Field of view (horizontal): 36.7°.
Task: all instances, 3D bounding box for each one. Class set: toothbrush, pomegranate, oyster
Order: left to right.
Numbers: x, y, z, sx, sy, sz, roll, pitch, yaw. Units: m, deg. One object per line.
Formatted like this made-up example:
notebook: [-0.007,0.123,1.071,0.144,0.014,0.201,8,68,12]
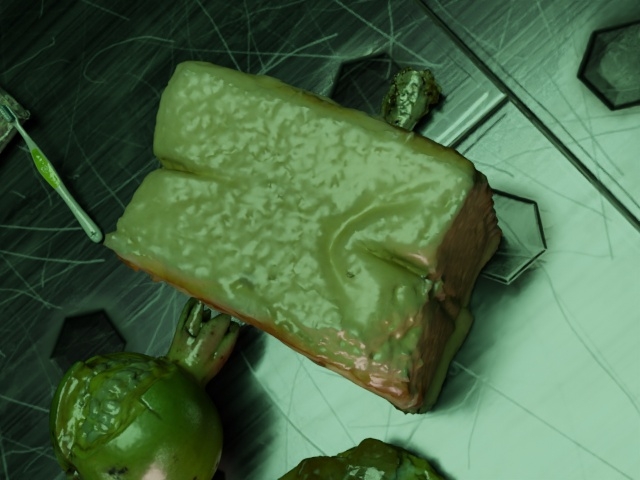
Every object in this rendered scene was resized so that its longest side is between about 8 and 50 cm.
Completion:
toothbrush: [-0.410,-0.103,1.466,0.022,0.026,0.263,-38,86,10]
pomegranate: [-0.215,0.217,1.278,0.236,0.236,0.302,29,63,21]
oyster: [0.113,-0.180,1.335,0.132,0.029,0.086,-44,64,9]

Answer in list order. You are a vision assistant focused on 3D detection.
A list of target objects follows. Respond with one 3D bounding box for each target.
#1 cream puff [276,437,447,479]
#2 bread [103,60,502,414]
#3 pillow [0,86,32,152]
cream puff: [0.063,0.382,1.177,0.282,0.185,0.282,-2,40,2]
bread: [0.000,0.000,1.157,0.390,0.371,0.279,25,84,17]
pillow: [-0.570,-0.142,1.531,0.169,0.059,0.255,37,90,21]
